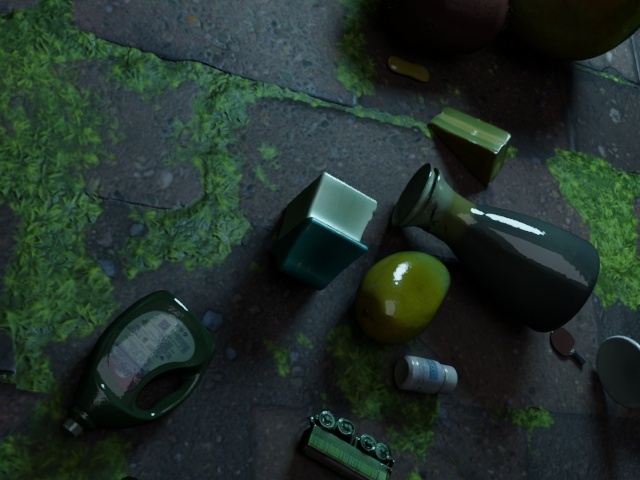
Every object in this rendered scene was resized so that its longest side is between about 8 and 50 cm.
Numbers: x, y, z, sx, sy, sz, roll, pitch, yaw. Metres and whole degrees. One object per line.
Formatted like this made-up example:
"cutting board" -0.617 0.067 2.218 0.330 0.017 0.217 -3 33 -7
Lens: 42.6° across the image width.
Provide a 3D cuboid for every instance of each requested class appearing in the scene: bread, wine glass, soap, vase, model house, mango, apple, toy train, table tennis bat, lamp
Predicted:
"bread" 0.265 -0.173 1.489 0.139 0.084 0.074 27 54 18
"wine glass" 0.601 0.212 1.450 0.196 0.165 0.165 -10 76 -25
"soap" 0.160 -0.310 1.482 0.089 0.012 0.034 12 65 -26
"vase" 0.278 0.003 1.337 0.321 0.173 0.173 31 58 -12
"model house" 0.000 0.000 1.196 0.100 0.127 0.149 30 56 -17
"mango" 0.129 0.084 1.258 0.194 0.092 0.130 -20 80 -39
"apple" 0.491 -0.521 1.574 0.339 0.339 0.340 11 65 -26
"toy train" 0.038 0.295 1.153 0.148 0.038 0.071 33 57 -14
"table tennis bat" 0.436 0.188 1.445 0.083 0.007 0.050 46 55 -4
"lamp" 0.221 -0.431 1.474 0.258 0.180 0.180 6 68 -27

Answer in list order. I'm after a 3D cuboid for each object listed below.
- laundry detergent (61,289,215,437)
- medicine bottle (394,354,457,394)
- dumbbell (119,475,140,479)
"laundry detergent" -0.233 0.171 1.032 0.137 0.063 0.211 49 55 -12
"medicine bottle" 0.160 0.207 1.250 0.089 0.052 0.052 14 64 -25
"dumbbell" -0.267 0.355 0.914 0.191 0.100 0.100 -29 86 -36
